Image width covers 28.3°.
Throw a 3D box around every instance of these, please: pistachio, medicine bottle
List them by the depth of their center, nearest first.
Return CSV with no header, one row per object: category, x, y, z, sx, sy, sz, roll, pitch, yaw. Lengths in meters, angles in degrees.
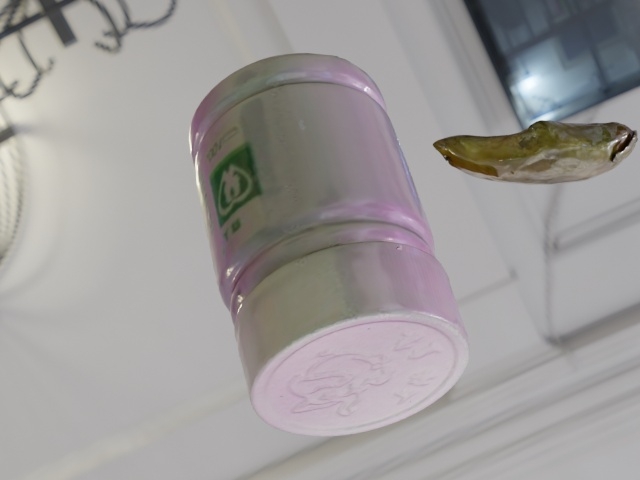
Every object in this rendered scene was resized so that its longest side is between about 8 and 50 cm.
pistachio,0.182,-0.070,1.069,0.173,0.049,0.089,-5,169,5
medicine bottle,0.000,0.000,1.221,0.212,0.212,0.325,-25,-126,10
